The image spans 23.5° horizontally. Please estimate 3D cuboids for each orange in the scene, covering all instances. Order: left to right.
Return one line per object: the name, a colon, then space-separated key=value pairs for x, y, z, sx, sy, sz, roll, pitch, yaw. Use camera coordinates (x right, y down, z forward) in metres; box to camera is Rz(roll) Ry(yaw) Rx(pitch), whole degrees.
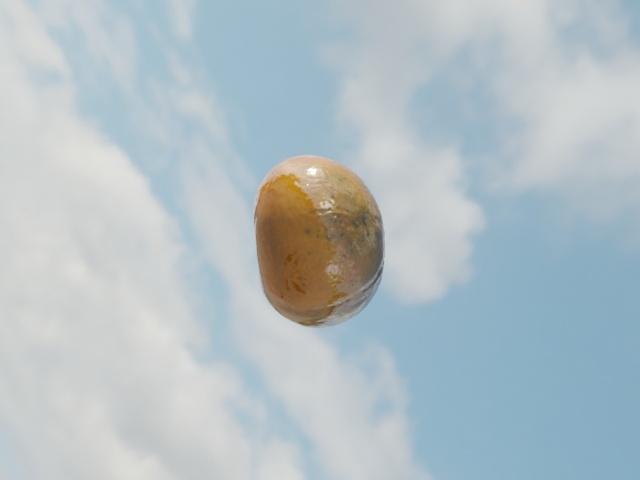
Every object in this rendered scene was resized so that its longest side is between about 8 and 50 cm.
orange: x=0.000 y=0.000 z=2.021 sx=0.240 sy=0.171 sz=0.240 roll=175 pitch=-90 yaw=-90
